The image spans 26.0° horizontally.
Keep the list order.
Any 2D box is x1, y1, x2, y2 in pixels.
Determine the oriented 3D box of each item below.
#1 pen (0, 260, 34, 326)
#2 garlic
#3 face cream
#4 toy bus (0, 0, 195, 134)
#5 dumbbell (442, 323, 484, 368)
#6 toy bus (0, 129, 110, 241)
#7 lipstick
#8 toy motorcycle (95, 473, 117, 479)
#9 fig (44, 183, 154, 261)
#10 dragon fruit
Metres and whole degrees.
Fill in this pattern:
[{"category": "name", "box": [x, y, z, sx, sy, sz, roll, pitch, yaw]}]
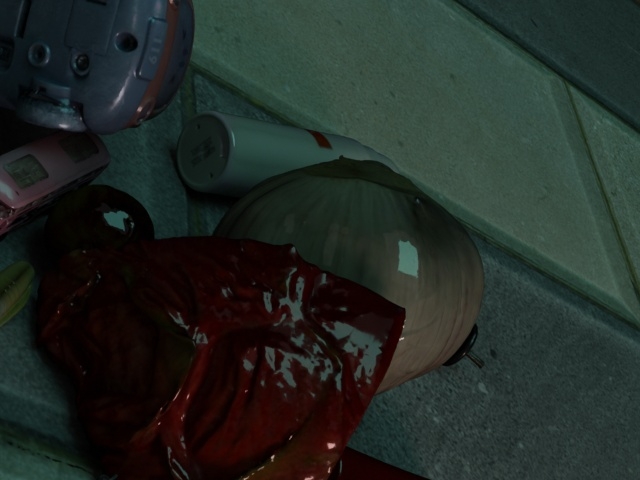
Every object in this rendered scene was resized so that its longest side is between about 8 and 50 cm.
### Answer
[{"category": "pen", "box": [-0.312, 0.082, 1.223, 0.040, 0.032, 0.233, 66, 26, -20]}, {"category": "garlic", "box": [0.025, 0.047, 1.492, 0.317, 0.259, 0.317, 19, 10, -3]}, {"category": "face cream", "box": [-0.025, -0.091, 1.729, 0.345, 0.102, 0.102, 6, 51, -51]}, {"category": "toy bus", "box": [-0.255, -0.218, 1.412, 0.294, 0.197, 0.232, 16, 6, 24]}, {"category": "dumbbell", "box": [0.157, 0.115, 1.774, 0.147, 0.069, 0.069, 40, 31, -16]}, {"category": "toy bus", "box": [-0.285, -0.056, 1.353, 0.063, 0.090, 0.203, 51, 31, 0]}, {"category": "lipstick", "box": [0.077, 0.278, 1.475, 0.241, 0.080, 0.080, 26, 37, -35]}, {"category": "toy motorcycle", "box": [-0.196, 0.253, 1.145, 0.173, 0.058, 0.100, -12, 67, -50]}, {"category": "fig", "box": [-0.218, -0.009, 1.386, 0.109, 0.103, 0.155, 64, 1, -18]}, {"category": "dragon fruit", "box": [-0.133, 0.140, 1.306, 0.330, 0.240, 0.302, 27, 60, 2]}]
